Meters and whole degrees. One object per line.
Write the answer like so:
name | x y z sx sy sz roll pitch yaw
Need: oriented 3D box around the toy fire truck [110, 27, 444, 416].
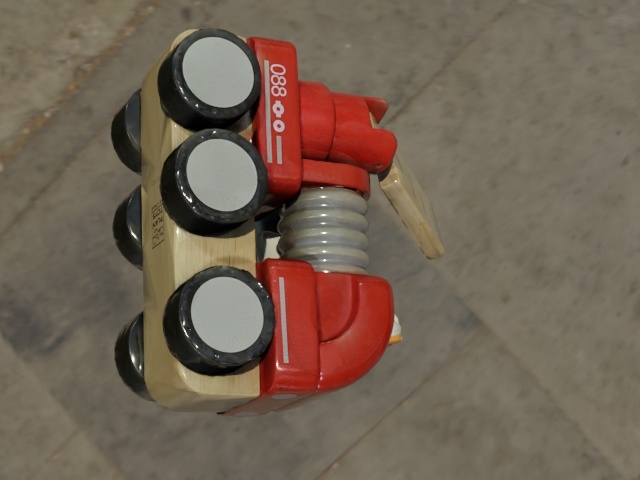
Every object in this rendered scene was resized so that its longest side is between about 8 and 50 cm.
toy fire truck | 0.000 0.000 0.926 0.246 0.158 0.217 4 72 -24

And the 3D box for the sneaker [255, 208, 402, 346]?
sneaker | -0.007 0.024 1.075 0.099 0.262 0.121 -26 93 -6
